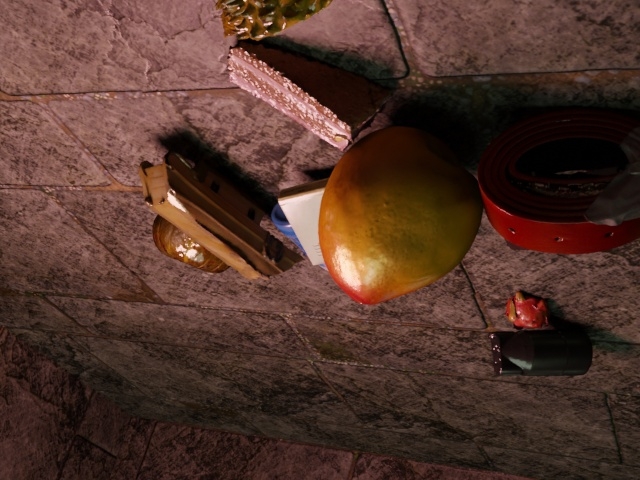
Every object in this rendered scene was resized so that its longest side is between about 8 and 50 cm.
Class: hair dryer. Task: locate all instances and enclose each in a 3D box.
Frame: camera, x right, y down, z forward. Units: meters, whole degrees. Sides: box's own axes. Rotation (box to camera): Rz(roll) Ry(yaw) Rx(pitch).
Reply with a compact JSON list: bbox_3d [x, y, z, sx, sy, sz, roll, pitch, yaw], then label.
[{"bbox_3d":[0.503,0.288,2.190,0.244,0.116,0.302,3,169,-16],"label":"hair dryer"}]

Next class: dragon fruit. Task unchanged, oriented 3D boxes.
[{"bbox_3d":[0.500,0.183,2.080,0.112,0.068,0.126,14,154,4],"label":"dragon fruit"}]

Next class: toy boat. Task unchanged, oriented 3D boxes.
[{"bbox_3d":[-0.216,-0.052,1.926,0.136,0.162,0.445,-12,139,43],"label":"toy boat"}]

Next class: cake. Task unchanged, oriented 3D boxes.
[{"bbox_3d":[-0.033,-0.255,1.520,0.295,0.113,0.116,23,151,0],"label":"cake"}]

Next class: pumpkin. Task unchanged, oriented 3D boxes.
[{"bbox_3d":[-0.296,-0.018,2.059,0.219,0.162,0.219,26,176,2],"label":"pumpkin"}]

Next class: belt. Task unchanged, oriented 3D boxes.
[{"bbox_3d":[0.426,-0.101,1.416,0.323,0.227,0.115,-4,152,15],"label":"belt"}]

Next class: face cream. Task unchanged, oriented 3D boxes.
[{"bbox_3d":[0.000,0.000,1.989,0.149,0.083,0.264,9,155,40],"label":"face cream"}]

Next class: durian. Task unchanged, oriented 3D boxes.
[{"bbox_3d":[-0.091,-0.404,1.279,0.305,0.185,0.196,2,127,42],"label":"durian"}]

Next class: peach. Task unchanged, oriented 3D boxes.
[{"bbox_3d":[0.130,-0.046,1.557,0.289,0.289,0.308,35,107,-32],"label":"peach"}]

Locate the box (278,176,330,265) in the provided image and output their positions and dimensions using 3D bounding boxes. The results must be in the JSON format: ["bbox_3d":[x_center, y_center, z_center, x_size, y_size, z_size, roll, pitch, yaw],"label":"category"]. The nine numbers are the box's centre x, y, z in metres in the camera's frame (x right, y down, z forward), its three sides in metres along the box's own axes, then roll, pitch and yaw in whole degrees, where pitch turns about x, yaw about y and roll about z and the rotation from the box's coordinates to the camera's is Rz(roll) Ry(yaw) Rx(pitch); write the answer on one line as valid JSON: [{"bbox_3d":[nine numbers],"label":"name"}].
[{"bbox_3d":[0.070,-0.049,1.803,0.270,0.045,0.211,-14,124,26],"label":"box"}]

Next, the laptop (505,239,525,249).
[{"bbox_3d":[0.435,-0.039,1.747,0.153,0.026,0.207,0,150,25],"label":"laptop"}]
